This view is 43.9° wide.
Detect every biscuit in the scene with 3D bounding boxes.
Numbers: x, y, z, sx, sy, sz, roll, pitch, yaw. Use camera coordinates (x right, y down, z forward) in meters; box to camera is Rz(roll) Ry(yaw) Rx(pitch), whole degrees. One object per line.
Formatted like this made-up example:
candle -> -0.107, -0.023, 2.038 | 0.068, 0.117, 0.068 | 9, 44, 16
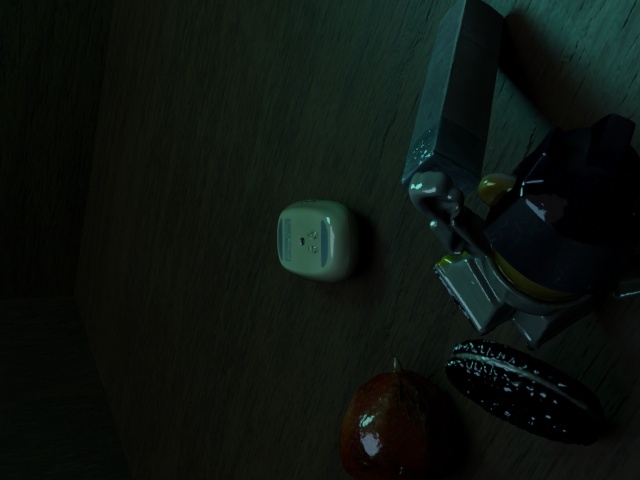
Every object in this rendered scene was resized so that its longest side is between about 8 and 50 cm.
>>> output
biscuit -> 0.234, 0.177, 0.921 | 0.194, 0.194, 0.053 | -2, 55, 60

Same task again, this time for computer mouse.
computer mouse -> 0.000, 0.000, 1.400 | 0.236, 0.081, 0.145 | 2, 95, 62

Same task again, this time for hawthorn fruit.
hawthorn fruit -> 0.116, 0.280, 1.151 | 0.173, 0.179, 0.174 | 30, 150, 20

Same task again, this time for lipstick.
lipstick -> 0.165, -0.178, 0.956 | 0.066, 0.068, 0.318 | -46, 20, 47

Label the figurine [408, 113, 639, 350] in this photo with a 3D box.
figurine -> 0.240, 0.000, 0.812 | 0.308, 0.308, 0.143 | -45, 41, 52
